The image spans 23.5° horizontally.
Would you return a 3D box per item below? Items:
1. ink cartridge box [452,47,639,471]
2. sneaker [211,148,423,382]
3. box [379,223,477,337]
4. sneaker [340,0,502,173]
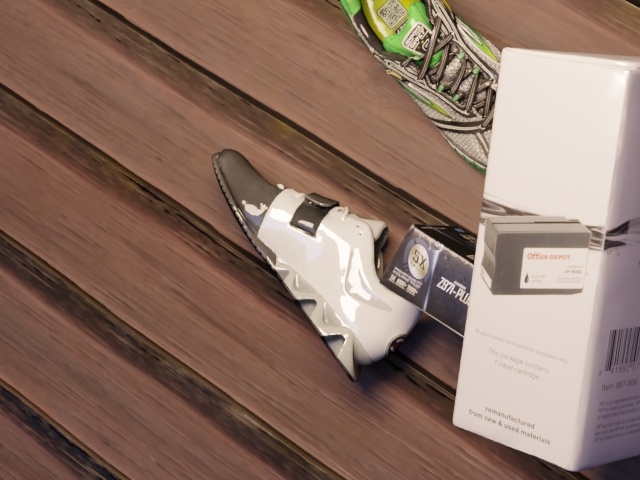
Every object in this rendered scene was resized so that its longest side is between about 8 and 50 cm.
[{"bbox_3d":[0.306,0.007,1.574,0.166,0.285,0.394,17,104,43],"label":"ink cartridge box"},{"bbox_3d":[0.000,0.000,1.842,0.146,0.122,0.330,-37,74,-2],"label":"sneaker"},{"bbox_3d":[0.170,0.051,1.726,0.147,0.180,0.077,33,102,19],"label":"box"},{"bbox_3d":[0.140,-0.193,1.764,0.343,0.146,0.134,43,103,16],"label":"sneaker"}]
